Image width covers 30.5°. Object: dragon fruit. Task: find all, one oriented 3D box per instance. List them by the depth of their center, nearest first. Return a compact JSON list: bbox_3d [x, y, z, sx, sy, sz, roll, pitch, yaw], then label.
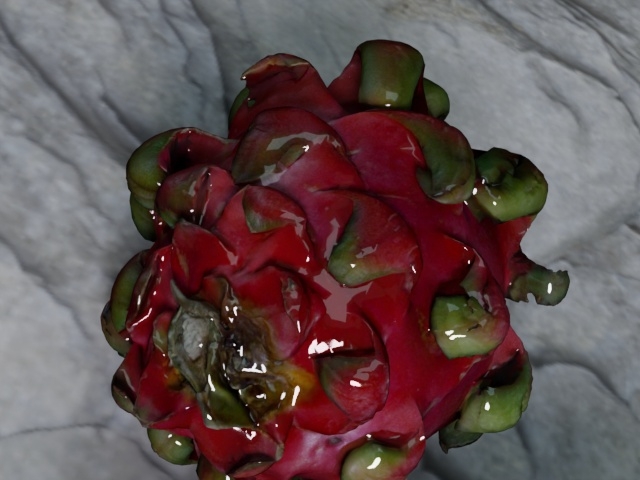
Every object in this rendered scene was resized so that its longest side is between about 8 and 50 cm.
[{"bbox_3d":[-0.004,-0.001,0.563,0.198,0.218,0.273,39,25,-47],"label":"dragon fruit"}]
